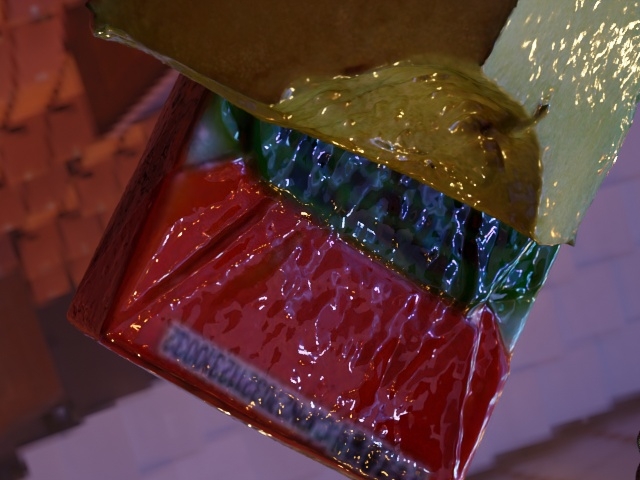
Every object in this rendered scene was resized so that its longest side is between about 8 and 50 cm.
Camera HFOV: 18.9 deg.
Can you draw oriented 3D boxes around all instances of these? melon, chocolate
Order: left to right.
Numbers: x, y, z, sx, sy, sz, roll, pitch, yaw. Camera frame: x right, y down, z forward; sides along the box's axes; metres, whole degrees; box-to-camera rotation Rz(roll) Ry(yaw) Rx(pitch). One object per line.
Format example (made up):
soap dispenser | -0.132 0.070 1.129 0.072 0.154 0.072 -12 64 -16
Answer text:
chocolate | 0.000 0.000 1.578 0.161 0.360 0.341 -2 -119 60
melon | 0.074 -0.112 1.210 0.331 0.226 0.343 -25 164 13

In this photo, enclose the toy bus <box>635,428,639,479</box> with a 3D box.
toy bus | 0.339 0.220 1.493 0.113 0.246 0.134 -6 -154 36
